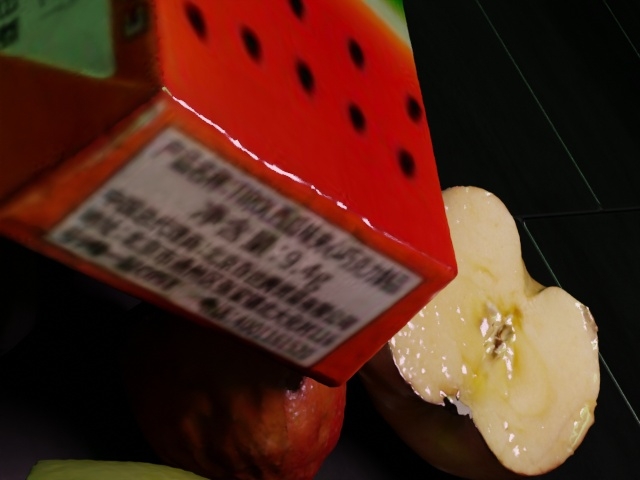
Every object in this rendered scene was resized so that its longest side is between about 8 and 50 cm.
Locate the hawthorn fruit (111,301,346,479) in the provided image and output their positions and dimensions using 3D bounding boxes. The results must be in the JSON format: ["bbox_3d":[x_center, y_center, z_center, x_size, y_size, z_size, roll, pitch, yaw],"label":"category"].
[{"bbox_3d":[-0.065,0.127,1.179,0.189,0.189,0.251,5,60,-49],"label":"hawthorn fruit"}]

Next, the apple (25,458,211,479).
[{"bbox_3d":[-0.097,0.301,0.827,0.311,0.320,0.360,31,25,-24],"label":"apple"}]

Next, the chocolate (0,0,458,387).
[{"bbox_3d":[-0.068,-0.112,1.053,0.360,0.161,0.341,29,41,-42],"label":"chocolate"}]

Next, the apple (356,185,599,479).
[{"bbox_3d":[0.124,0.105,1.436,0.293,0.163,0.251,50,52,-17],"label":"apple"}]

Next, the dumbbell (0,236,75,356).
[{"bbox_3d":[-0.232,-0.059,1.124,0.204,0.203,0.322,48,32,-5],"label":"dumbbell"}]
